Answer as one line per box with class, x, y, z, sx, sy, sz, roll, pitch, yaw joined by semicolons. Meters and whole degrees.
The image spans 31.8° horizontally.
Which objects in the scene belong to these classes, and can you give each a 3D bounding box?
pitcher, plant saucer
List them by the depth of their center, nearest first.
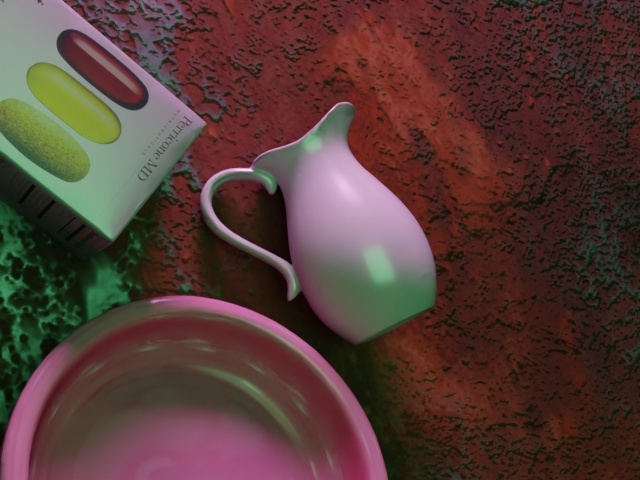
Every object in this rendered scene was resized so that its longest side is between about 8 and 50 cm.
plant saucer;-0.103;0.210;0.931;0.332;0.084;0.332;13;57;-21
pitcher;0.000;0.000;1.052;0.178;0.125;0.207;-27;82;-3

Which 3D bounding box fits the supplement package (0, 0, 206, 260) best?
supplement package;-0.243;-0.115;0.948;0.244;0.134;0.139;39;70;-13
